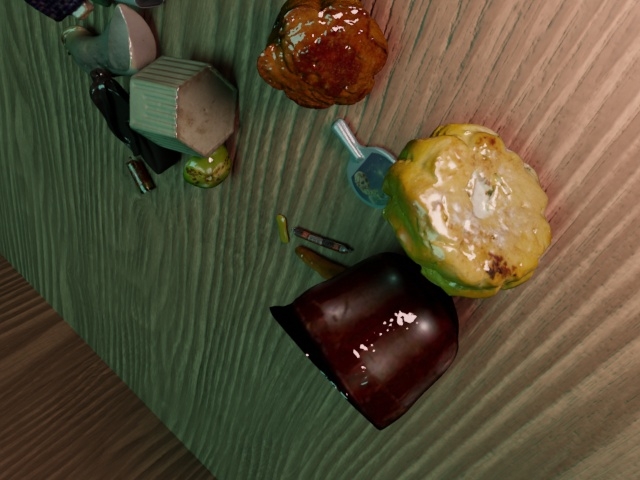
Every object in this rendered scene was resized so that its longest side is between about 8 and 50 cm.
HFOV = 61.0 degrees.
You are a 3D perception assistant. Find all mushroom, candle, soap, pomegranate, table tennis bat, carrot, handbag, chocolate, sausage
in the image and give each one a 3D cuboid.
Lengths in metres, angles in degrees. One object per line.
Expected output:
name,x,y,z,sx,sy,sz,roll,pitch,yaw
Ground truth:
mushroom,-0.633,-0.561,1.591,0.397,0.126,0.177,6,117,41
candle,-0.611,-0.223,1.831,0.052,0.052,0.131,-14,105,45
soap,-0.107,-0.031,1.537,0.034,0.012,0.089,12,123,36
pomegranate,-0.310,-0.223,1.526,0.122,0.169,0.143,12,124,-8
table tennis bat,0.104,-0.178,1.250,0.149,0.038,0.237,-31,96,47
carrot,0.007,0.069,1.475,0.209,0.061,0.061,31,132,30
handbag,-0.555,-0.352,1.603,0.285,0.113,0.257,46,164,11
chocolate,0.129,0.189,1.234,0.383,0.331,0.383,44,175,5
sausage,0.000,0.000,1.454,0.198,0.025,0.028,19,111,31

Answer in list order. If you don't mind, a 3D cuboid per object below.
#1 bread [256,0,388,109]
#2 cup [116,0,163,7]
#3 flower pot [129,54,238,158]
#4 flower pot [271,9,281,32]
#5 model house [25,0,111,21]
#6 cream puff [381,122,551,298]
bread,0.017,-0.376,1.069,0.232,0.246,0.135,-43,40,42
cup,-0.483,-0.679,1.409,0.129,0.095,0.128,23,128,31
flower pot,-0.352,-0.345,1.403,0.189,0.209,0.239,18,111,32
flower pot,-0.046,-0.445,1.177,0.089,0.111,0.111,28,132,6
model house,-0.665,-0.725,1.407,0.243,0.298,0.284,-24,111,20
cream puff,0.252,-0.044,1.043,0.324,0.291,0.257,40,161,-12
